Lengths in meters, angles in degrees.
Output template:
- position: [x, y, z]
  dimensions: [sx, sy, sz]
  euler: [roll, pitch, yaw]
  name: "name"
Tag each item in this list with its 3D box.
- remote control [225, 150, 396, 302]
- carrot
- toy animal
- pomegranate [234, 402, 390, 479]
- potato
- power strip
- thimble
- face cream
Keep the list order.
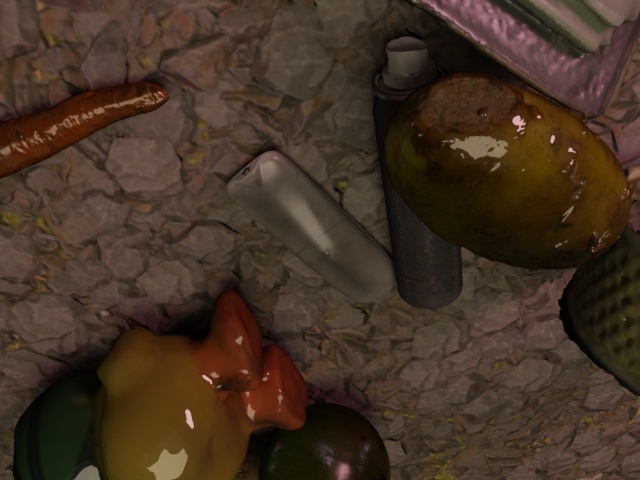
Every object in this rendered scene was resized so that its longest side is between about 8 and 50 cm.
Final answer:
- position: [0.000, 0.000, 0.645]
  dimensions: [0.073, 0.044, 0.229]
  euler: [-35, 124, 20]
  name: "remote control"
- position: [-0.225, -0.102, 0.542]
  dimensions: [0.191, 0.047, 0.047]
  euler: [-21, 127, 3]
  name: "carrot"
- position: [-0.191, 0.218, 0.688]
  dimensions: [0.338, 0.191, 0.216]
  euler: [-25, 126, 11]
  name: "toy animal"
- position: [-0.021, 0.306, 0.804]
  dimensions: [0.225, 0.187, 0.187]
  euler: [-4, 131, 25]
  name: "pomegranate"
- position: [0.153, -0.047, 0.499]
  dimensions: [0.251, 0.113, 0.149]
  euler: [21, 146, -36]
  name: "potato"
- position: [0.185, -0.213, 0.445]
  dimensions: [0.213, 0.064, 0.198]
  euler: [22, 87, -21]
  name: "power strip"
- position: [0.386, 0.037, 0.593]
  dimensions: [0.271, 0.270, 0.150]
  euler: [-2, 125, -6]
  name: "thimble"
- position: [0.097, -0.055, 0.599]
  dimensions: [0.073, 0.073, 0.283]
  euler: [-12, 127, 1]
  name: "face cream"
